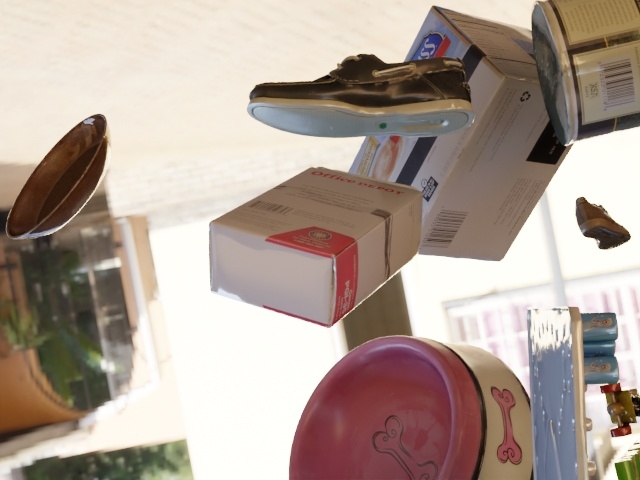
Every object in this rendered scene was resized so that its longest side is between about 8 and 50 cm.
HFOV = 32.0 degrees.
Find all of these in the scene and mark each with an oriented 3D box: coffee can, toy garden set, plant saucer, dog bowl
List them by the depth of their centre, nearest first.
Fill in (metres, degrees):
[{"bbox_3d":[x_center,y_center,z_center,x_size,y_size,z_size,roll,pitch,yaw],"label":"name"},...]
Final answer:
[{"bbox_3d":[-0.330,-0.075,1.441,0.036,0.198,0.199,40,150,-29],"label":"plant saucer"},{"bbox_3d":[0.431,0.281,1.483,0.049,0.203,0.244,-15,172,21],"label":"toy garden set"},{"bbox_3d":[0.441,-0.254,1.492,0.275,0.201,0.201,-12,179,4],"label":"coffee can"},{"bbox_3d":[0.119,0.324,1.693,0.408,0.407,0.150,-11,148,45],"label":"dog bowl"}]

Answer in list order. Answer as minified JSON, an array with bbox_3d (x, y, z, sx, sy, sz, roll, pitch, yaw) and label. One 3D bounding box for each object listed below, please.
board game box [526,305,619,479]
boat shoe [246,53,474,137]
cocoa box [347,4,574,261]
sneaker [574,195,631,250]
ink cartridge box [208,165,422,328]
[{"bbox_3d":[0.282,0.268,1.239,0.050,0.389,0.390,-2,176,4],"label":"board game box"},{"bbox_3d":[0.039,-0.151,1.150,0.233,0.079,0.084,-2,164,-6],"label":"boat shoe"},{"bbox_3d":[0.244,-0.171,1.841,0.232,0.347,0.228,4,-144,-36],"label":"cocoa box"},{"bbox_3d":[0.518,-0.034,2.047,0.066,0.071,0.188,-24,157,23],"label":"sneaker"},{"bbox_3d":[0.000,0.000,1.627,0.207,0.117,0.283,14,-154,27],"label":"ink cartridge box"}]
